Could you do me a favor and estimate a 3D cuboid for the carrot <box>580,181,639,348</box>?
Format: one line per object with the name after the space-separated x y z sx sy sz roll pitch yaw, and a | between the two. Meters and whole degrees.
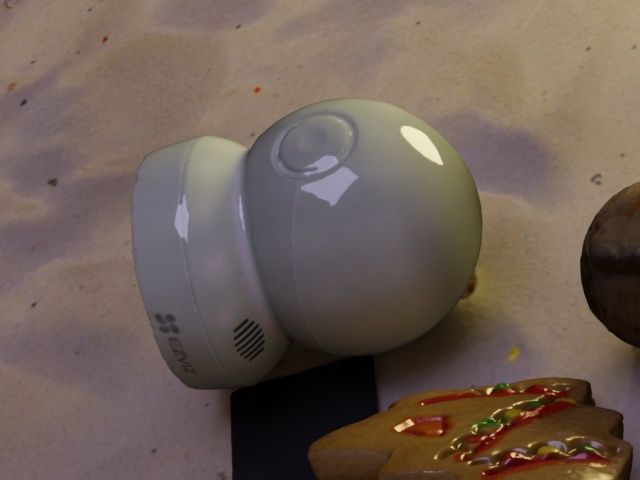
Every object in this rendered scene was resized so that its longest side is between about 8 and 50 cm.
0.314 0.044 1.279 0.301 0.139 0.139 24 62 30 | carrot

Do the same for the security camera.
0.000 0.000 1.415 0.236 0.195 0.195 -13 45 16 | security camera

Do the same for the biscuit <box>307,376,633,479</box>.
0.114 0.133 1.254 0.212 0.041 0.238 -10 13 -23 | biscuit

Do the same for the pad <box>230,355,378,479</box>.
-0.010 0.166 1.394 0.116 0.004 0.193 -17 45 12 | pad
